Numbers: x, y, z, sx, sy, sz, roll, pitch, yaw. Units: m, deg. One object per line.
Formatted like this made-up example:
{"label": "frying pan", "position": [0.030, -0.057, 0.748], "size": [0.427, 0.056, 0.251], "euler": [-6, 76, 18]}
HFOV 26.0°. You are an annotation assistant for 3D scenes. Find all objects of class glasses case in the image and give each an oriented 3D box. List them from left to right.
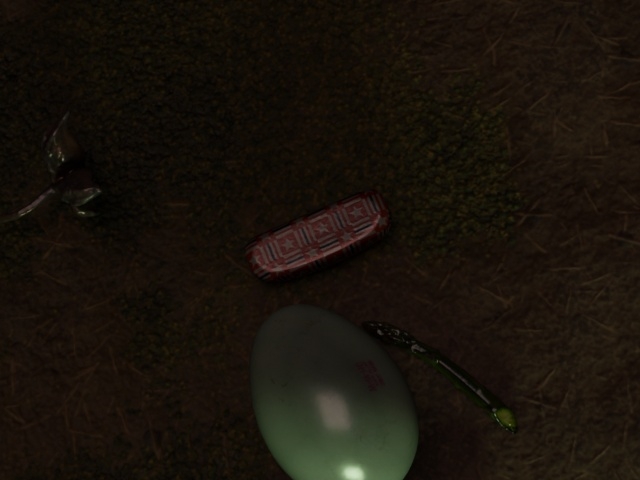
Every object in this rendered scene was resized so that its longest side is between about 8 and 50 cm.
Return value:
{"label": "glasses case", "position": [0.000, 0.000, 1.794], "size": [0.194, 0.049, 0.073], "euler": [-22, 70, 3]}

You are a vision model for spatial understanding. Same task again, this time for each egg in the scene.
{"label": "egg", "position": [0.010, 0.191, 1.656], "size": [0.183, 0.183, 0.264], "euler": [-33, 61, -2]}

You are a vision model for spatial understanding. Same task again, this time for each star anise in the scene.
{"label": "star anise", "position": [-0.415, -0.068, 1.856], "size": [0.227, 0.148, 0.218], "euler": [-27, 25, -11]}

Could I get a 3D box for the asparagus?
{"label": "asparagus", "position": [0.152, 0.160, 1.722], "size": [0.236, 0.027, 0.034], "euler": [35, 70, 19]}
